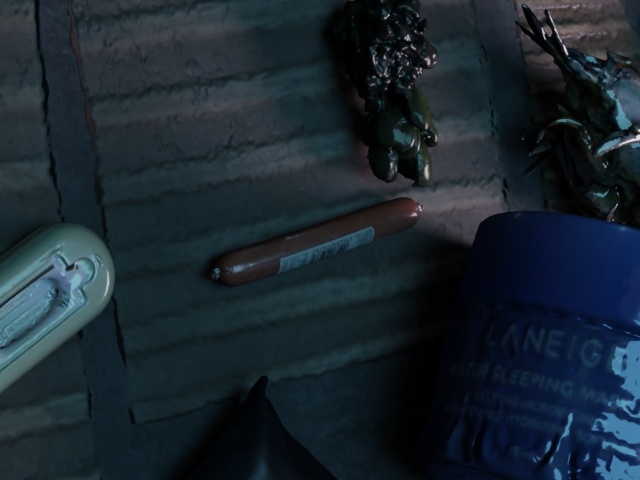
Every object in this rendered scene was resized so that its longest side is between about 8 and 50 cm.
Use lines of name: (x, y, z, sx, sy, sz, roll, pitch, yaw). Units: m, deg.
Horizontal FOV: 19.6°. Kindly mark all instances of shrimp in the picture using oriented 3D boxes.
shrimp: (0.288, -0.066, 1.629, 0.372, 0.172, 0.137, 37, 72, -38)

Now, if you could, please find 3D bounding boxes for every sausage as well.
sausage: (0.000, 0.000, 1.495, 0.223, 0.029, 0.029, -18, 99, -36)

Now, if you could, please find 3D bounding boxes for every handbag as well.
handbag: (-0.051, 0.265, 1.414, 0.211, 0.088, 0.254, 51, 57, -21)

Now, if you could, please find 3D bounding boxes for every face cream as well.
face cream: (0.220, 0.120, 1.519, 0.249, 0.249, 0.225, 24, 75, -34)

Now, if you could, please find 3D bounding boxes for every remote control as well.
remote control: (-0.232, 0.065, 1.309, 0.221, 0.042, 0.078, -40, 113, -31)

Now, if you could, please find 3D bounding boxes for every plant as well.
plant: (0.057, -0.125, 1.516, 0.085, 0.087, 0.174, -10, 99, -2)
